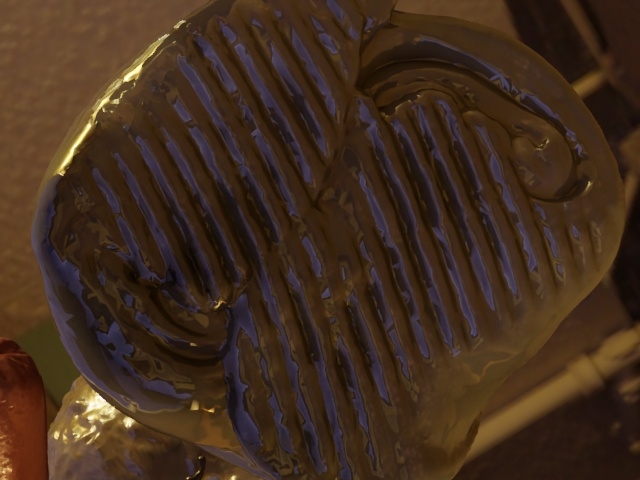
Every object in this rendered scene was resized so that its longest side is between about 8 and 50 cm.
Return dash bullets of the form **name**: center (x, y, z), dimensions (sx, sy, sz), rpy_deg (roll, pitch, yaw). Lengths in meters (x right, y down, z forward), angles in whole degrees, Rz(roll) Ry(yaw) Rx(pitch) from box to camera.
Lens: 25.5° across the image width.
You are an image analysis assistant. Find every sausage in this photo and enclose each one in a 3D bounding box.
- **sausage**: center (-0.191, 0.124, 0.830), dimensions (0.062, 0.062, 0.154), rpy_deg (-122, 30, -49)

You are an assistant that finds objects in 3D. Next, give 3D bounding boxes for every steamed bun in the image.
- **steamed bun**: center (-0.008, -0.007, 0.904), dimensions (0.309, 0.324, 0.219), rpy_deg (37, 169, -6)

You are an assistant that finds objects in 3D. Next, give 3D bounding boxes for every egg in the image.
- **egg**: center (-0.131, 0.209, 1.319), dimensions (0.279, 0.310, 0.279), rpy_deg (43, 152, 29)
